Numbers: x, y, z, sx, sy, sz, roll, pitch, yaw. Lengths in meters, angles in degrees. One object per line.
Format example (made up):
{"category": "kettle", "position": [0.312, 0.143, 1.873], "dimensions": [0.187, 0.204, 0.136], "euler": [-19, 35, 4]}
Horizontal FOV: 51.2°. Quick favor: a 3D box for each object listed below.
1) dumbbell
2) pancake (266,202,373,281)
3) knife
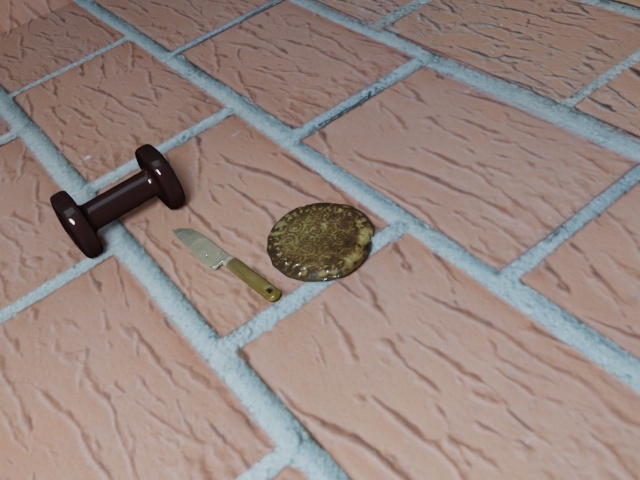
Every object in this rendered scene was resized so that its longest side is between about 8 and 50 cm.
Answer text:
{"category": "dumbbell", "position": [-0.380, -0.076, 1.262], "dimensions": [0.225, 0.124, 0.140], "euler": [-33, 48, -18]}
{"category": "pancake", "position": [0.000, -0.001, 1.167], "dimensions": [0.199, 0.021, 0.199], "euler": [-7, 44, 7]}
{"category": "knife", "position": [-0.177, 0.036, 1.177], "dimensions": [0.047, 0.017, 0.298], "euler": [-43, 51, -18]}
